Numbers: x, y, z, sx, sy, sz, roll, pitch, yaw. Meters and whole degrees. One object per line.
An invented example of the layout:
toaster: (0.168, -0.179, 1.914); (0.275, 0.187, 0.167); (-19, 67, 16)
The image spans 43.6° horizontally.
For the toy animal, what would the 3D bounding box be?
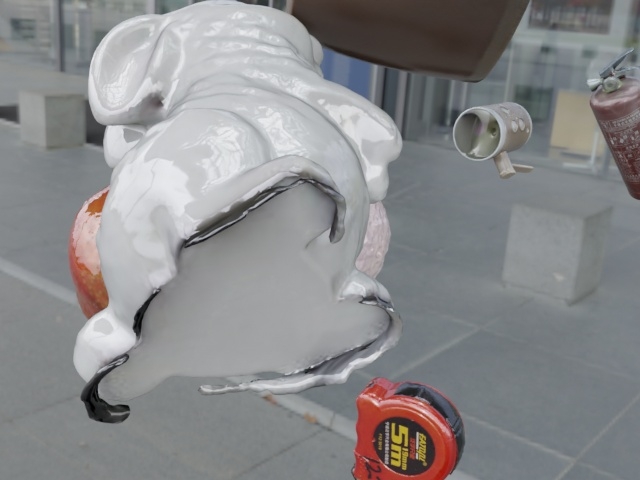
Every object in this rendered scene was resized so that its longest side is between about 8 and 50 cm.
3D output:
toy animal: (-0.074, -0.062, 0.605); (0.258, 0.193, 0.357); (-17, 45, -2)

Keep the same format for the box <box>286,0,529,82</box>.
box: (0.081, -0.316, 0.798); (0.216, 0.300, 0.301); (4, 17, -4)

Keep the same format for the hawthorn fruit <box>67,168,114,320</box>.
hawthorn fruit: (-0.252, 0.003, 1.108); (0.205, 0.253, 0.205); (-19, -9, -3)

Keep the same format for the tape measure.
tape measure: (0.194, 0.440, 1.792); (0.261, 0.253, 0.114); (8, 20, 22)

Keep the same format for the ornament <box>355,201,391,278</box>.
ornament: (0.000, 0.000, 1.392); (0.225, 0.259, 0.259); (38, 19, -1)

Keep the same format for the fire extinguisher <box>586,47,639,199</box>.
fire extinguisher: (0.544, -0.203, 1.394); (0.105, 0.269, 0.104); (-27, 26, 14)

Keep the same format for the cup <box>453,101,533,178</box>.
cup: (0.247, -0.142, 1.083); (0.102, 0.074, 0.099); (41, 37, 24)
